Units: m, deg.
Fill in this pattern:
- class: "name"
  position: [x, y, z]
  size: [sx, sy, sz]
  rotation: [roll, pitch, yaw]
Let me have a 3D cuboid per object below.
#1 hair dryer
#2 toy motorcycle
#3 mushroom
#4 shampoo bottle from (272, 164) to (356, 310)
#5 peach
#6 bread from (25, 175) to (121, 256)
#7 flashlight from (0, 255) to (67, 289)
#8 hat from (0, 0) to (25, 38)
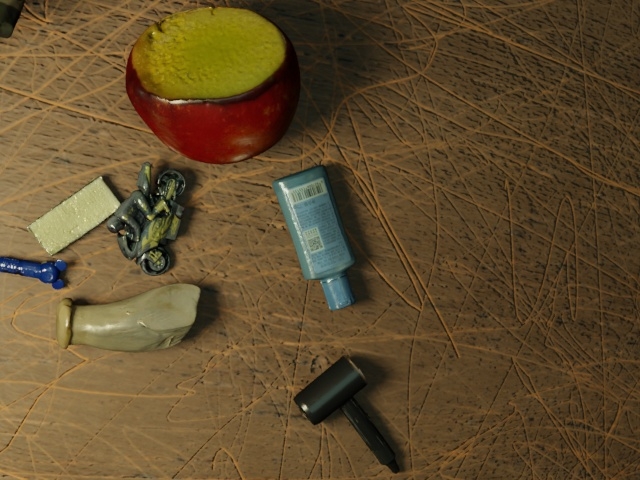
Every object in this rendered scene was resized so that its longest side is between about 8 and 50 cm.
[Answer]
- class: "hair dryer"
  position: [0.065, 0.347, 1.597]
  size: [0.128, 0.070, 0.255]
  rotation: [-36, 105, -10]
- class: "toy motorcycle"
  position: [-0.300, -0.037, 1.479]
  size: [0.124, 0.061, 0.193]
  rotation: [9, 97, -30]
- class: "mushroom"
  position: [-0.321, 0.139, 1.468]
  size: [0.247, 0.096, 0.108]
  rotation: [-6, 119, -12]
- class: "shampoo bottle"
  position: [0.000, 0.000, 1.564]
  size: [0.104, 0.061, 0.258]
  rotation: [-20, 97, -14]
- class: "peach"
  position: [-0.178, -0.243, 1.417]
  size: [0.274, 0.248, 0.245]
  rotation: [-6, 120, -15]
- class: "bread"
  position: [-0.415, -0.041, 1.469]
  size: [0.153, 0.028, 0.068]
  rotation: [-38, 101, -11]
- class: "flashlight"
  position: [-0.487, 0.046, 1.452]
  size: [0.121, 0.035, 0.057]
  rotation: [11, 114, -11]
- class: "hat"
  position: [-0.662, -0.378, 1.351]
  size: [0.381, 0.257, 0.366]
  rotation: [-39, 95, 28]
